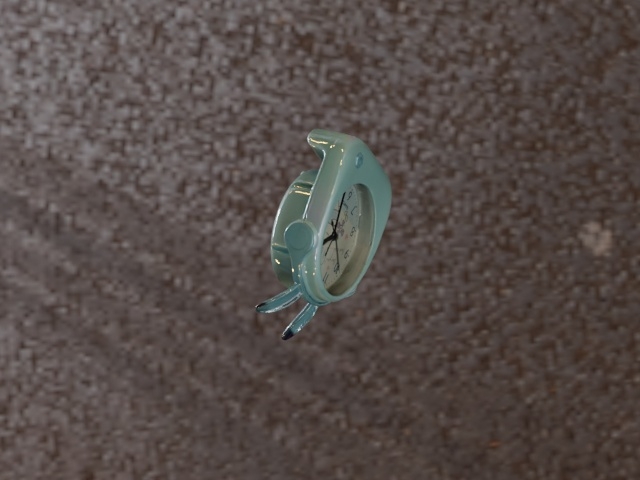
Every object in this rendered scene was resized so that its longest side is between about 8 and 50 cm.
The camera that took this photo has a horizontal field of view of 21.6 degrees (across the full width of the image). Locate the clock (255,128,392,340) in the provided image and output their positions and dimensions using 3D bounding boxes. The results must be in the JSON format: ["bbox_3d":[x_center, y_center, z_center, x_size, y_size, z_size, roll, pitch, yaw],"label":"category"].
[{"bbox_3d":[0.001,0.000,1.230,0.045,0.108,0.147,14,71,27],"label":"clock"}]
